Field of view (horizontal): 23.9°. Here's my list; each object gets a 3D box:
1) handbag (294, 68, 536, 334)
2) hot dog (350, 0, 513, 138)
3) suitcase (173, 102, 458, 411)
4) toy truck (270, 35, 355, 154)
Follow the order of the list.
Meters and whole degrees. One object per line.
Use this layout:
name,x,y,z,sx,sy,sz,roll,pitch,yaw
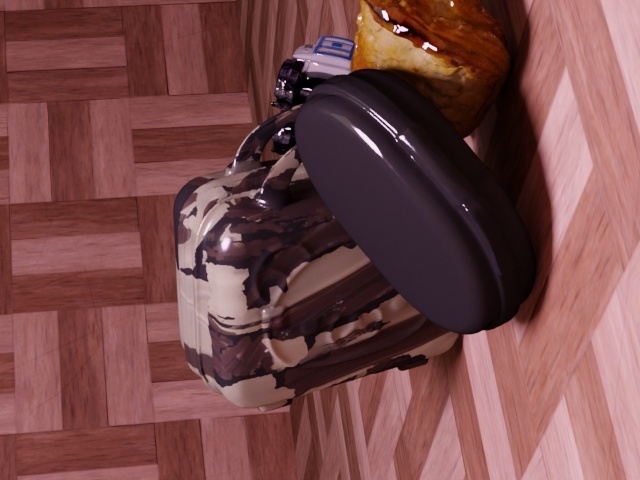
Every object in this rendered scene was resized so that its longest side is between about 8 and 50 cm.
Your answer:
handbag,0.097,-0.042,1.530,0.308,0.093,0.254,50,162,8
hot dog,0.107,-0.192,1.567,0.114,0.175,0.259,-52,-10,-18
suitcase,0.000,0.000,1.772,0.194,0.351,0.339,43,141,51
toy truck,0.021,-0.222,2.332,0.177,0.161,0.213,-69,-12,-45
